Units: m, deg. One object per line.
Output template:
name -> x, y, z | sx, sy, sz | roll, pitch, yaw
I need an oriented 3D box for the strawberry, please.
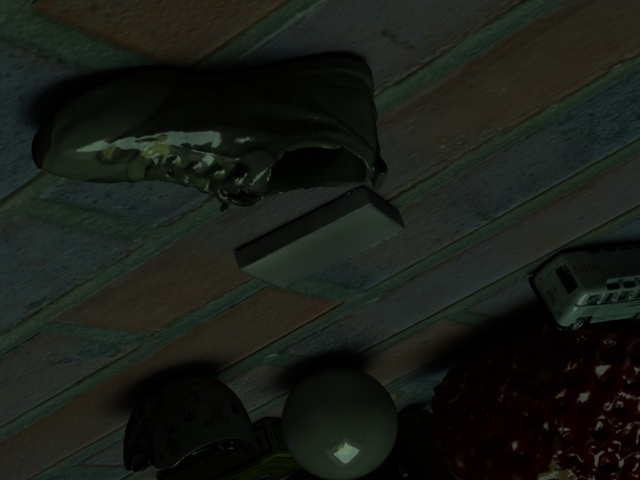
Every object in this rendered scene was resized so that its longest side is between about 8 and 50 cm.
strawberry -> 0.336, 0.238, 1.751 | 0.295, 0.317, 0.345 | -7, 142, -35

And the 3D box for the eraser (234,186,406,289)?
eraser -> 0.000, 0.000, 1.266 | 0.150, 0.023, 0.104 | -27, 157, 16

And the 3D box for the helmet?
helmet -> -0.165, 0.218, 1.538 | 0.153, 0.107, 0.177 | -7, 174, -36

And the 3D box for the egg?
egg -> 0.028, 0.244, 1.694 | 0.151, 0.151, 0.209 | -23, 164, 8

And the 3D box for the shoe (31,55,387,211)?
shoe -> -0.074, -0.071, 0.942 | 0.275, 0.098, 0.103 | -10, 152, -21

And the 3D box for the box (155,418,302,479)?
box -> -0.118, 0.339, 1.912 | 0.220, 0.064, 0.141 | -31, 155, 22

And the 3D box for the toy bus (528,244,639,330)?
toy bus -> 0.369, 0.054, 1.627 | 0.194, 0.087, 0.089 | -4, 144, -31

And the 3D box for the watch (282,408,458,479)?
watch -> 0.042, 0.454, 2.024 | 0.327, 0.314, 0.335 | -9, 142, -36
